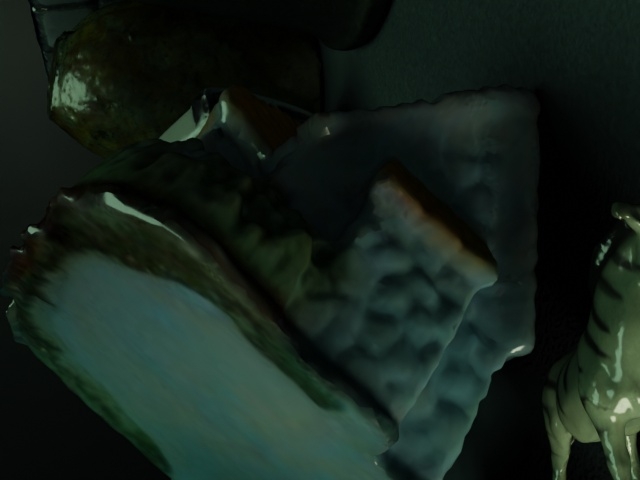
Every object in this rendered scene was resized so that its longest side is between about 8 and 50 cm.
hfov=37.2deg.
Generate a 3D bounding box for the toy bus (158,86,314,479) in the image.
[{"bbox_3d":[-0.075,0.072,1.093,0.249,0.209,0.440,-32,64,38],"label":"toy bus"}]

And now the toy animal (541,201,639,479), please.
[{"bbox_3d":[0.182,0.087,0.589,0.217,0.073,0.176,107,155,-70],"label":"toy animal"}]

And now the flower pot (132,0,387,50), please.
[{"bbox_3d":[-0.091,-0.363,0.964,0.379,0.251,0.379,170,90,-74],"label":"flower pot"}]

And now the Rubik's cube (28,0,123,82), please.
[{"bbox_3d":[-0.262,-0.465,1.353,0.344,0.344,0.337,100,155,-58],"label":"Rubik's cube"}]

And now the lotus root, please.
[{"bbox_3d":[-0.181,-0.205,1.250,0.250,0.346,0.250,178,90,-75],"label":"lotus root"}]

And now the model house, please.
[{"bbox_3d":[0.000,0.000,0.717,0.297,0.339,0.360,44,148,-3],"label":"model house"}]
